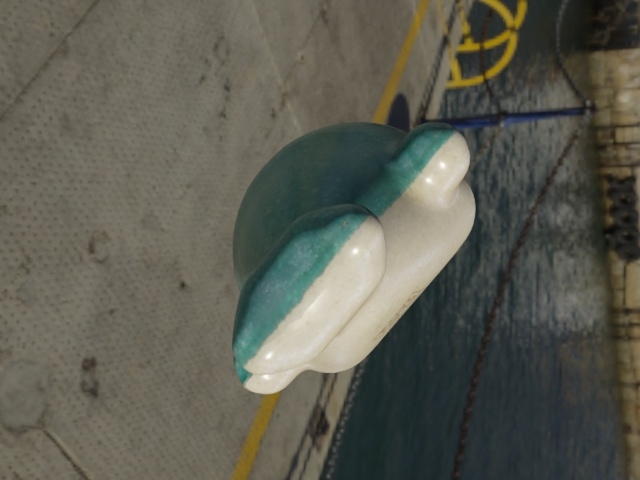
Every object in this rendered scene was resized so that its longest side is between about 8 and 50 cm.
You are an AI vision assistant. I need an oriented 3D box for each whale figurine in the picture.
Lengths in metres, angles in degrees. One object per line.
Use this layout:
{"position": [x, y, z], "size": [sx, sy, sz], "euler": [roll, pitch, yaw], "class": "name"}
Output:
{"position": [0.000, 0.000, 0.553], "size": [0.216, 0.141, 0.272], "euler": [-51, 173, 13], "class": "whale figurine"}
